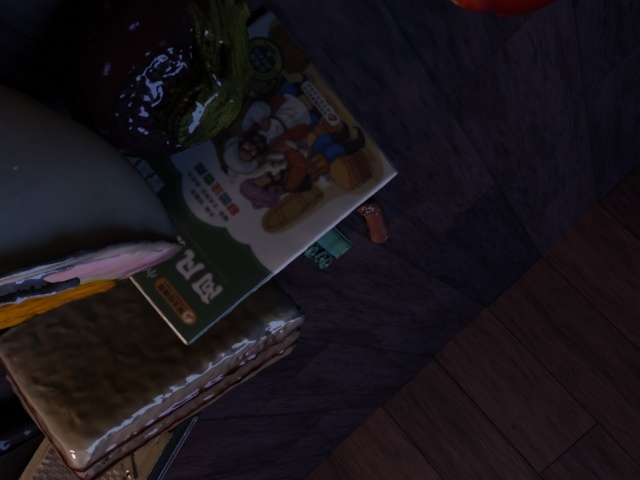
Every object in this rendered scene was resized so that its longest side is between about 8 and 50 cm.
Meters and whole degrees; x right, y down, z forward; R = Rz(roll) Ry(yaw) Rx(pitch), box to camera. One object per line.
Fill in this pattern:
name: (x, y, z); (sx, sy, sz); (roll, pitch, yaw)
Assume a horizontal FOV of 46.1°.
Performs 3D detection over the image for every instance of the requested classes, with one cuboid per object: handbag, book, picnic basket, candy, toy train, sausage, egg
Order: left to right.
handbag: (-0.450, 0.313, 0.975); (0.223, 0.080, 0.247); (-31, 156, -46)
egg: (-0.247, -0.023, 0.563); (0.264, 0.174, 0.286); (-16, 176, 3)
picnic basket: (-0.288, 0.299, 1.000); (0.266, 0.139, 0.165); (-60, 175, -3)
candy: (-0.196, 0.123, 0.897); (0.321, 0.179, 0.135); (-30, 157, -25)
book: (-0.087, -0.061, 0.720); (0.264, 0.202, 0.027); (-39, -176, -5)
toy train: (0.000, 0.000, 1.174); (0.071, 0.038, 0.148); (-45, 157, 2)
sausage: (0.091, -0.034, 1.259); (0.158, 0.036, 0.042); (53, 51, -68)

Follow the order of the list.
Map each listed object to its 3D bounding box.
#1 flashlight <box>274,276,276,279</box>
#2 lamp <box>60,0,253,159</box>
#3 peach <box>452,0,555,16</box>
flashlight: (-0.074, 0.078, 1.219); (0.018, 0.018, 0.083); (-38, 157, -9)
lamp: (-0.124, -0.130, 0.604); (0.156, 0.135, 0.157); (-28, 156, -29)
peach: (0.188, -0.309, 0.712); (0.197, 0.197, 0.197); (-34, 157, -17)
